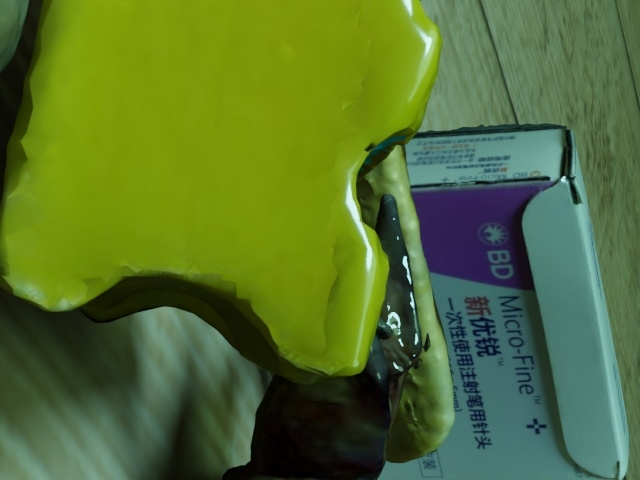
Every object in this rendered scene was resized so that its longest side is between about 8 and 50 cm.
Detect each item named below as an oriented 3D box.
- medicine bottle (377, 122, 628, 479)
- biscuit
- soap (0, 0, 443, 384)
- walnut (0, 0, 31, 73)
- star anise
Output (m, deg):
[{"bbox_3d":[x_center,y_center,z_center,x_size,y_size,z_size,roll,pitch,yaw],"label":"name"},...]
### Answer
[{"bbox_3d":[0.063,0.037,0.968,0.052,0.171,0.201,-68,150,-50],"label":"medicine bottle"},{"bbox_3d":[0.000,0.000,0.876,0.029,0.118,0.247,-41,128,-41],"label":"biscuit"},{"bbox_3d":[-0.024,-0.064,0.594,0.324,0.096,0.204,140,-37,-84],"label":"soap"},{"bbox_3d":[-0.131,-0.072,0.414,0.162,0.140,0.140,-32,118,-54],"label":"walnut"},{"bbox_3d":[0.007,0.119,0.766,0.272,0.103,0.272,-160,-90,-87],"label":"star anise"}]
